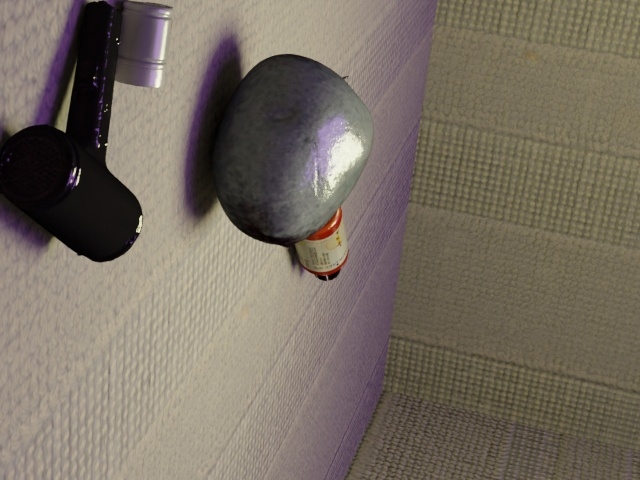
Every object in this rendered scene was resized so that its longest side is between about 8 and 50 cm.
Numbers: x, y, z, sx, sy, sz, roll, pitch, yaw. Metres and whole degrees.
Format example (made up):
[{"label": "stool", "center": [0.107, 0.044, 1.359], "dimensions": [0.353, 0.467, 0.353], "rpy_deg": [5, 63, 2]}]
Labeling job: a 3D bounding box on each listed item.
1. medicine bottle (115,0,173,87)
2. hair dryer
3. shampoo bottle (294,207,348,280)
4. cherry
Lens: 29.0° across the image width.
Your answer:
[{"label": "medicine bottle", "center": [-0.195, -0.216, 1.358], "dimensions": [0.057, 0.057, 0.089], "rpy_deg": [-37, 137, -73]}, {"label": "hair dryer", "center": [-0.239, -0.122, 1.239], "dimensions": [0.197, 0.089, 0.251], "rpy_deg": [53, 41, -72]}, {"label": "shampoo bottle", "center": [0.000, 0.000, 2.405], "dimensions": [0.278, 0.104, 0.104], "rpy_deg": [77, 28, -65]}, {"label": "cherry", "center": [-0.040, -0.135, 1.790], "dimensions": [0.255, 0.218, 0.296], "rpy_deg": [95, 17, -60]}]
